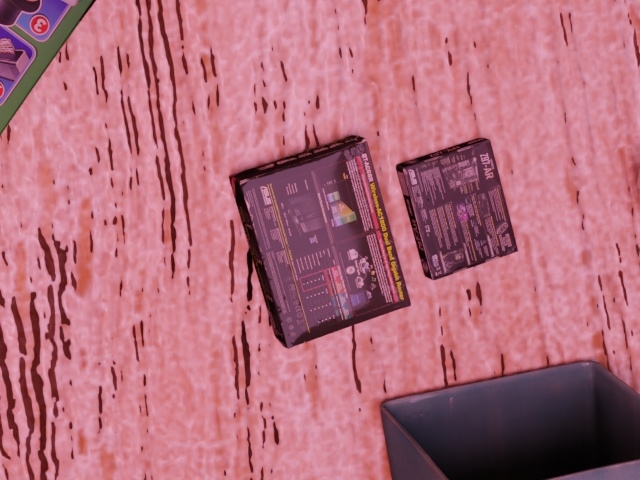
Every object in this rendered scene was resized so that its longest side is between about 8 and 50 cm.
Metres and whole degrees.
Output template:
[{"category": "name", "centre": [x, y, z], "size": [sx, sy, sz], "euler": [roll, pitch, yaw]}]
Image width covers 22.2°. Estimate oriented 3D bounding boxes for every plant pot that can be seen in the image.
[{"category": "plant pot", "centre": [0.150, 0.230, 1.113], "size": [0.165, 0.166, 0.234], "euler": [-10, 109, -14]}]

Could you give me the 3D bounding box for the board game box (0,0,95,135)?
[{"category": "board game box", "centre": [-0.305, -0.172, 0.947], "size": [0.317, 0.046, 0.213], "euler": [38, 80, -23]}]

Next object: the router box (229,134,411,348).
[{"category": "router box", "centre": [0.000, 0.000, 1.093], "size": [0.092, 0.038, 0.122], "euler": [-18, 103, -12]}]

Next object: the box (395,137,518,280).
[{"category": "box", "centre": [0.095, -0.022, 1.126], "size": [0.067, 0.018, 0.083], "euler": [-19, 103, -12]}]

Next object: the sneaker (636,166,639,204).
[{"category": "sneaker", "centre": [0.328, 0.061, 1.159], "size": [0.292, 0.108, 0.169], "euler": [24, 88, -19]}]
